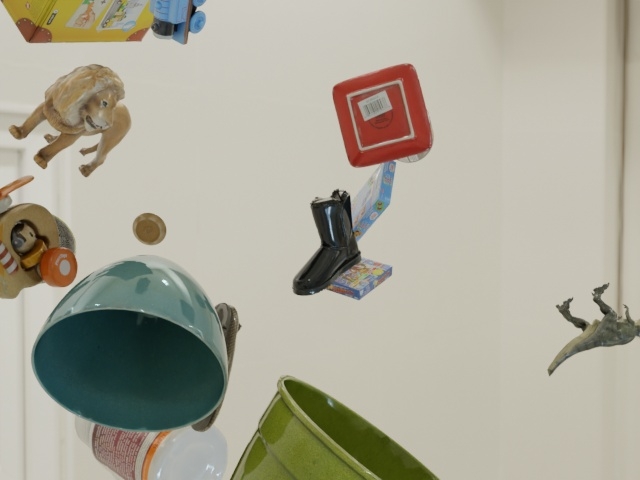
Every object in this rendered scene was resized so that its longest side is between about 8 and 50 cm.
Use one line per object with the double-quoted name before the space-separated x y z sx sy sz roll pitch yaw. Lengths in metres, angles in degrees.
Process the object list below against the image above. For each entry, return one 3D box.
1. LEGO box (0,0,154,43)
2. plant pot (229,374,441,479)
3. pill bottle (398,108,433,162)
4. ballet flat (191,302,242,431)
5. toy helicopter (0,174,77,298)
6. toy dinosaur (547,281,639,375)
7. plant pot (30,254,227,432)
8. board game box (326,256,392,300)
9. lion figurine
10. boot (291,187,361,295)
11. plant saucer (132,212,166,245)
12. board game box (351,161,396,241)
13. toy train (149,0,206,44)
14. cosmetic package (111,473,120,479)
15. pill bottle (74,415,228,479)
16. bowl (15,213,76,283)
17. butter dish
"LEGO box" -0.495 -0.712 1.952 0.500 0.193 0.372 -42 -13 35
"plant pot" -0.014 0.450 1.185 0.366 0.353 0.366 36 0 0
"pill bottle" 0.219 -0.270 2.050 0.130 0.131 0.245 0 -5 11
"ballet flat" -0.189 0.236 1.506 0.084 0.250 0.058 -15 -37 32
"toy helicopter" -0.642 0.006 1.573 0.140 0.235 0.355 -1 12 25
"toy dinosaur" 0.497 0.150 1.468 0.268 0.118 0.064 -13 -19 -24
"plant pot" -0.282 0.137 1.281 0.290 0.290 0.196 0 42 1
"board game box" 0.113 0.111 2.490 0.136 0.035 0.201 17 29 30
"lion figurine" -0.470 -0.250 1.661 0.240 0.142 0.392 -38 4 4
"boot" 0.000 0.000 2.056 0.094 0.207 0.246 10 33 44
"plant saucer" -0.411 -0.025 1.944 0.083 0.084 0.015 0 20 3
"board game box" 0.130 -0.100 2.183 0.039 0.160 0.211 25 -42 -14
"toy train" -0.246 -0.425 1.392 0.080 0.184 0.105 32 38 21
"cosmetic package" -0.519 0.659 2.385 0.138 0.224 0.224 -42 23 -29
"pill bottle" -0.431 0.496 2.023 0.392 0.224 0.224 15 12 43
"bowl" -0.631 0.005 1.810 0.170 0.170 0.080 0 19 -16
"butter dish" 0.121 -0.223 1.466 0.160 0.160 0.118 -13 4 21
